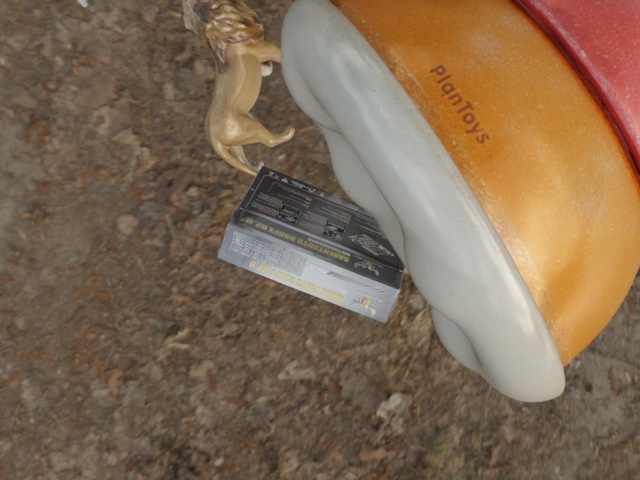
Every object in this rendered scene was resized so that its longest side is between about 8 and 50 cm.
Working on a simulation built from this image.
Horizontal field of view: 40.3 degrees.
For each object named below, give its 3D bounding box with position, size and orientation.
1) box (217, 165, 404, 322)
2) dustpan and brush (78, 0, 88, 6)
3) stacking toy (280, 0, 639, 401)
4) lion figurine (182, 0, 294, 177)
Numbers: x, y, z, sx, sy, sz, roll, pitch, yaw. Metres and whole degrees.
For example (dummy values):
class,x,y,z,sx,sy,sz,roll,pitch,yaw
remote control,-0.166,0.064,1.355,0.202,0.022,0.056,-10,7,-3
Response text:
class,x,y,z,sx,sy,sz,roll,pitch,yaw
box,0.000,0.000,1.148,0.231,0.183,0.056,21,120,-1
dustpan and brush,-0.266,-0.338,0.921,0.060,0.211,0.147,-14,53,2
stacking toy,0.242,-0.134,0.659,0.479,0.350,0.351,-32,90,2
lion figurine,-0.167,-0.300,1.721,0.142,0.240,0.393,-11,76,38
